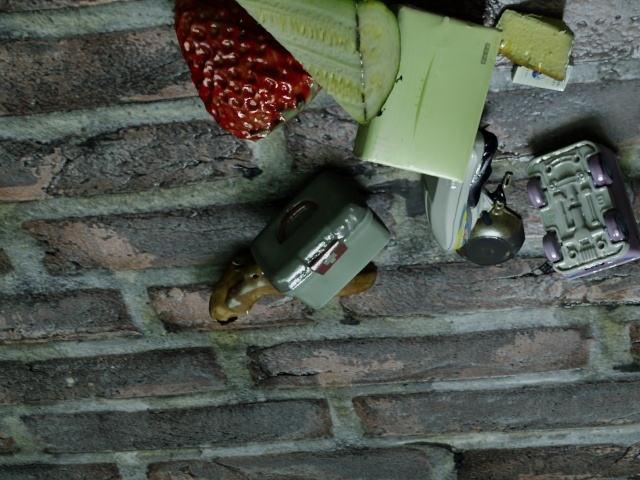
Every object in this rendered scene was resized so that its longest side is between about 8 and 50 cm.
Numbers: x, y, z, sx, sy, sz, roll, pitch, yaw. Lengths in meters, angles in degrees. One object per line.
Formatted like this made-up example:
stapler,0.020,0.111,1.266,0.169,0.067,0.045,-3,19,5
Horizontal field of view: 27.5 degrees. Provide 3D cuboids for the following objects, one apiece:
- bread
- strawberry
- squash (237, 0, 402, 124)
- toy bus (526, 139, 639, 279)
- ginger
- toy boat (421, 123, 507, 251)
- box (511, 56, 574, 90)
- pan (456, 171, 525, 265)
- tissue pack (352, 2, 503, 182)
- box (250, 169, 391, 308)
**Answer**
bread,0.308,-0.290,1.907,0.109,0.080,0.084,11,115,-7
strawberry,-0.113,-0.276,1.904,0.205,0.205,0.244,-35,103,36
squash,-0.025,-0.305,1.842,0.289,0.111,0.203,20,133,33
toy bus,0.423,-0.049,2.098,0.142,0.202,0.142,-20,165,28
ginger,-0.059,0.071,2.340,0.309,0.107,0.133,-12,122,12
toy boat,0.227,-0.097,2.109,0.141,0.140,0.269,-4,140,10
box,0.337,-0.259,1.990,0.083,0.024,0.054,9,140,-7
pan,0.280,-0.024,2.242,0.128,0.048,0.202,-6,137,13
tissue pack,0.152,-0.215,1.902,0.159,0.125,0.234,13,98,-9
box,0.000,0.000,2.187,0.210,0.148,0.129,-45,134,8
